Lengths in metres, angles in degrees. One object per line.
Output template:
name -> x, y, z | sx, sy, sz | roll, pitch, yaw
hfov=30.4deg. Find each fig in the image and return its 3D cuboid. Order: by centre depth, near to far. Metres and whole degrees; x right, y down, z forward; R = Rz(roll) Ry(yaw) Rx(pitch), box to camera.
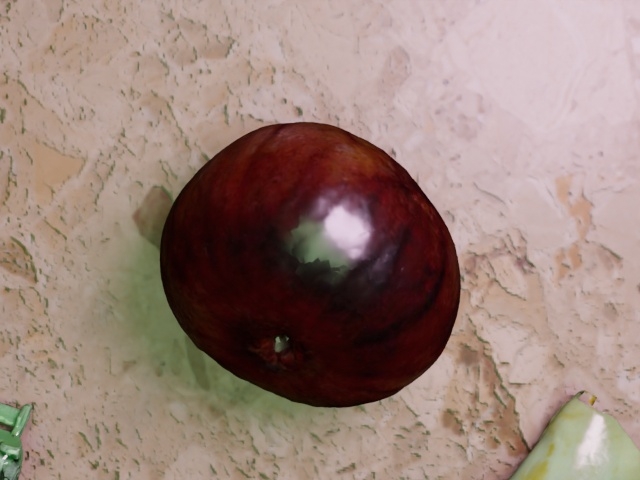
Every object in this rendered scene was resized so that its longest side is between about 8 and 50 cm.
fig -> -0.002, 0.013, 0.903 | 0.214, 0.235, 0.235 | -36, 93, -35

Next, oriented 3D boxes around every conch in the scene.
conch -> 0.193, 0.269, 0.973 | 0.143, 0.137, 0.250 | 37, 73, 24

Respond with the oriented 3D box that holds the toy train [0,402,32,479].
toy train -> -0.298, 0.207, 0.983 | 0.099, 0.081, 0.149 | 18, 99, -1
